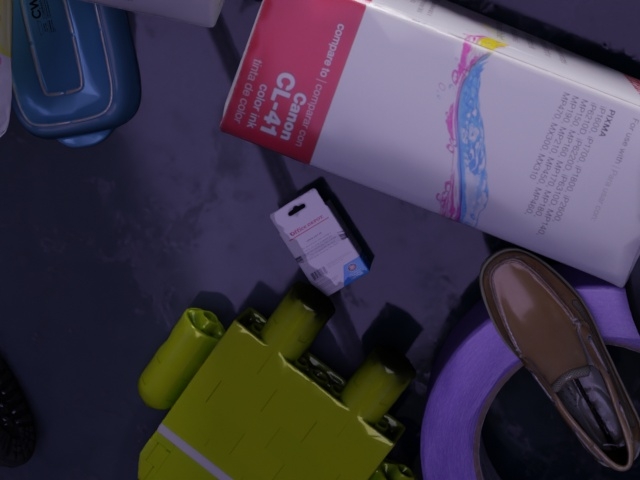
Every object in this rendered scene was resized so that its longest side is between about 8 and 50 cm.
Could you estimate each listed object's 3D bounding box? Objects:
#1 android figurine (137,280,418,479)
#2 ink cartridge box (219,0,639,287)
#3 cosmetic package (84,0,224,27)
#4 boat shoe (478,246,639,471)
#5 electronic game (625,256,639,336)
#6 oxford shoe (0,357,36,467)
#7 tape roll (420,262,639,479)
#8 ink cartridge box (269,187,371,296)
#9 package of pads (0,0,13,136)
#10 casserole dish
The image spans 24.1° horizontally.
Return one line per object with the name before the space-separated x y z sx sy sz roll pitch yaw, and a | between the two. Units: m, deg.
android figurine | -0.044 0.172 1.255 0.248 0.056 0.273 36 113 5
ink cartridge box | 0.101 -0.099 1.106 0.306 0.226 0.131 23 104 2
cosmetic package | -0.113 -0.341 0.996 0.155 0.197 0.366 12 146 5
boat shoe | 0.185 0.089 1.125 0.068 0.072 0.190 -36 96 13
electronic game | 0.336 0.032 1.147 0.229 0.048 0.229 5 73 -17
oxford shoe | -0.340 0.117 1.291 0.227 0.083 0.096 45 126 -6
tape roll | 0.219 0.159 1.220 0.274 0.090 0.275 2 103 7
ink cartridge box | 0.000 0.000 1.240 0.048 0.028 0.083 -31 98 12
package of pads | -0.291 -0.230 1.115 0.101 0.229 0.297 -3 104 -20
casserole dish | -0.215 -0.166 1.225 0.114 0.037 0.188 -10 100 8
